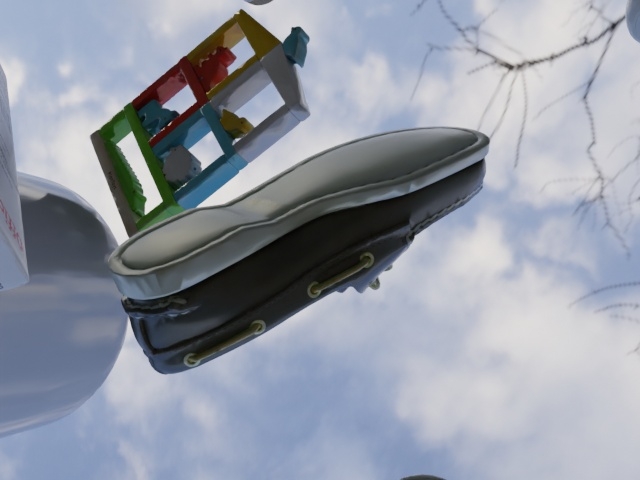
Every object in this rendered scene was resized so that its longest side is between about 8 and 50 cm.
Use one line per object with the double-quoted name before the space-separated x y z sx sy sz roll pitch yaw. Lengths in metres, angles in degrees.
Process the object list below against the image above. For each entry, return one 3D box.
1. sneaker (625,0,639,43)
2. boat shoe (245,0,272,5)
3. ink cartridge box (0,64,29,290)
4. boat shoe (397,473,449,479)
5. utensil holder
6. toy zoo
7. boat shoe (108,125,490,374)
"sneaker" 0.363 -0.192 0.861 0.111 0.297 0.129 44 -123 -32
"boat shoe" -0.104 -0.314 0.962 0.098 0.096 0.277 -44 -128 11
"ink cartridge box" -0.302 -0.091 0.854 0.100 0.172 0.237 -16 -127 -3
"boat shoe" 0.045 0.217 0.394 0.135 0.156 0.367 -18 -153 17
"utensil holder" -0.416 0.063 1.154 0.327 0.385 0.328 -1 -92 20
"toy zoo" -0.130 -0.147 1.307 0.293 0.030 0.192 -38 -131 10
"boat shoe" -0.002 -0.001 0.822 0.305 0.091 0.109 -24 -155 -23
